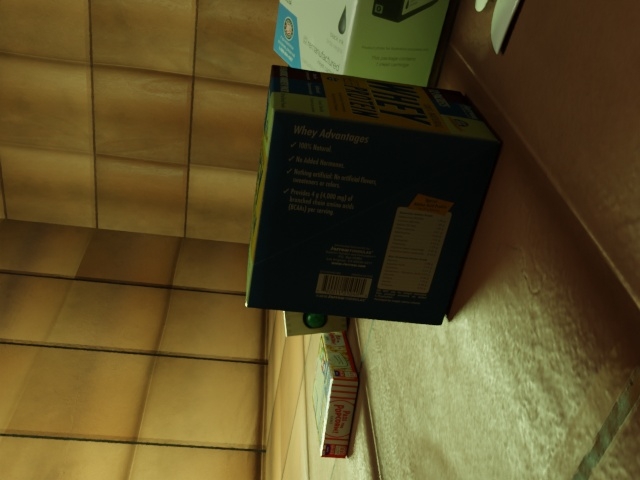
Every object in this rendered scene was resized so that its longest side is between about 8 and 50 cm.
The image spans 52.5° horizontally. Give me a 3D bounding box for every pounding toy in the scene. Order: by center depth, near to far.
[{"bbox_3d":[-0.003,0.106,1.170,0.141,0.130,0.100,-107,12,-72],"label":"pounding toy"}]

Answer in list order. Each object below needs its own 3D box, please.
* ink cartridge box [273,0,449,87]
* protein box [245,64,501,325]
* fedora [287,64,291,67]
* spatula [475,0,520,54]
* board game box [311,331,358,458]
[{"bbox_3d":[0.054,-0.342,0.786,0.223,0.129,0.307,-125,37,-47],"label":"ink cartridge box"},{"bbox_3d":[0.037,-0.043,0.637,0.136,0.200,0.201,-98,16,-60],"label":"protein box"},{"bbox_3d":[0.013,-0.268,1.188,0.334,0.153,0.333,-174,90,-83],"label":"fedora"},{"bbox_3d":[0.169,-0.306,0.548,0.168,0.019,0.242,-91,10,-47],"label":"spatula"},{"bbox_3d":[0.021,0.254,1.115,0.193,0.045,0.146,-107,24,-71],"label":"board game box"}]
